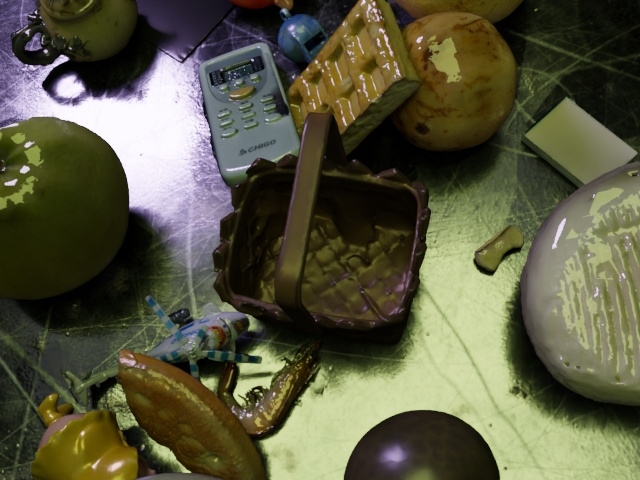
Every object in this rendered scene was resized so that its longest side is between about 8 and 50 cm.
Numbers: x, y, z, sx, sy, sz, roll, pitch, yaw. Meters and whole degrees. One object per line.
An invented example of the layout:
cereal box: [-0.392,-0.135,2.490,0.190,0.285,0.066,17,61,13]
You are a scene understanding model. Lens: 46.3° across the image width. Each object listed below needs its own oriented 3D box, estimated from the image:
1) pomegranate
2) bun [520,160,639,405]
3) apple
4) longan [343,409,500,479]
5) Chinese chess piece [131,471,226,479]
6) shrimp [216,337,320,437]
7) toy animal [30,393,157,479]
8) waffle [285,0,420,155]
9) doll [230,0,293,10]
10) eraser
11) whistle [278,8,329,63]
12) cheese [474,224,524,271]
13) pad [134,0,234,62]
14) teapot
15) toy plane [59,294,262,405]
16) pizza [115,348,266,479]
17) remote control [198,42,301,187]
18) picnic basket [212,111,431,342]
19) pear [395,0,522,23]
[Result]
pomegranate: [0.203,-0.248,1.170,0.215,0.215,0.215,-2,68,5]
bun: [0.454,0.064,1.011,0.360,0.211,0.359,-5,72,15]
apple: [-0.443,-0.034,1.116,0.295,0.258,0.233,-4,70,4]
longan: [0.126,0.322,0.954,0.198,0.198,0.212,7,68,9]
Chinese chess piece: [-0.175,0.453,0.875,0.349,0.146,0.349,-1,95,-17]
shrimp: [-0.082,0.201,1.108,0.124,0.034,0.178,29,77,23]
toy animal: [-0.312,0.315,1.024,0.156,0.156,0.230,-37,66,-8]
waffle: [0.038,-0.233,1.164,0.057,0.274,0.168,4,59,-36]
doll: [-0.099,-0.493,1.352,0.217,0.085,0.183,-17,71,-12]
eraser: [0.413,-0.151,1.194,0.104,0.023,0.150,-41,70,-10]
whistle: [-0.021,-0.333,1.293,0.090,0.090,0.158,-40,109,-9]
cheese: [0.275,0.012,1.142,0.083,0.030,0.044,-36,90,-13]
pad: [-0.237,-0.485,1.408,0.202,0.005,0.299,34,76,17]
teapot: [-0.427,-0.404,1.299,0.269,0.182,0.173,-34,71,-3]
toy plane: [-0.230,0.175,1.115,0.273,0.107,0.182,-39,97,15]
pizza: [-0.183,0.256,1.046,0.271,0.134,0.056,35,37,2]
remote control: [-0.119,-0.207,1.219,0.140,0.056,0.296,-19,51,3]
picnic basket: [0.000,0.000,1.027,0.291,0.321,0.254,8,73,12]
pear: [0.236,-0.475,1.222,0.271,0.271,0.271,-2,68,5]
